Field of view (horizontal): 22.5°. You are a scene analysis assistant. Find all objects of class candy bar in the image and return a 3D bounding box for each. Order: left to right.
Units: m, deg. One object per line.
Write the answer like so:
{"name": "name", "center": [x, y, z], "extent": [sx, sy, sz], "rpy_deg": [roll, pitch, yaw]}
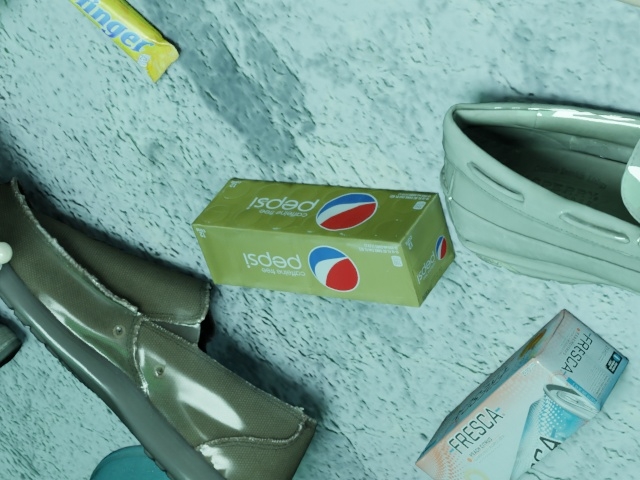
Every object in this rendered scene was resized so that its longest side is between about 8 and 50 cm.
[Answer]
{"name": "candy bar", "center": [-0.169, -0.177, 1.159], "extent": [0.161, 0.018, 0.040], "rpy_deg": [41, 139, -4]}

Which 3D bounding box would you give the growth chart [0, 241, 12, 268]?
{"name": "growth chart", "center": [-0.306, -0.039, 1.286], "extent": [0.172, 0.021, 0.237], "rpy_deg": [-49, 53, 43]}

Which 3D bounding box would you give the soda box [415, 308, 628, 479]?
{"name": "soda box", "center": [0.143, 0.128, 1.174], "extent": [0.063, 0.058, 0.183], "rpy_deg": [39, 140, 1]}

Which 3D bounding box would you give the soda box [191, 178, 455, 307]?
{"name": "soda box", "center": [0.000, 0.000, 1.160], "extent": [0.181, 0.061, 0.058], "rpy_deg": [5, 129, 33]}

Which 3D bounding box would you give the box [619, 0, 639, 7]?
{"name": "box", "center": [0.123, -0.228, 0.817], "extent": [0.232, 0.127, 0.148], "rpy_deg": [21, 137, 19]}

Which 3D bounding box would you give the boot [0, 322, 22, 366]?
{"name": "boot", "center": [-0.403, 0.061, 1.506], "extent": [0.229, 0.091, 0.263], "rpy_deg": [48, 135, -2]}

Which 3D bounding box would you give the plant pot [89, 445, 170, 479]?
{"name": "plant pot", "center": [-0.168, 0.372, 1.469], "extent": [0.272, 0.255, 0.271], "rpy_deg": [20, 135, 21]}

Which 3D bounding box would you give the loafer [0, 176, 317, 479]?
{"name": "loafer", "center": [-0.143, 0.074, 1.310], "extent": [0.366, 0.130, 0.134], "rpy_deg": [46, 173, 6]}

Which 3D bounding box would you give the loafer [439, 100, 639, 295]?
{"name": "loafer", "center": [0.211, -0.023, 0.949], "extent": [0.319, 0.112, 0.111], "rpy_deg": [8, 139, 32]}
